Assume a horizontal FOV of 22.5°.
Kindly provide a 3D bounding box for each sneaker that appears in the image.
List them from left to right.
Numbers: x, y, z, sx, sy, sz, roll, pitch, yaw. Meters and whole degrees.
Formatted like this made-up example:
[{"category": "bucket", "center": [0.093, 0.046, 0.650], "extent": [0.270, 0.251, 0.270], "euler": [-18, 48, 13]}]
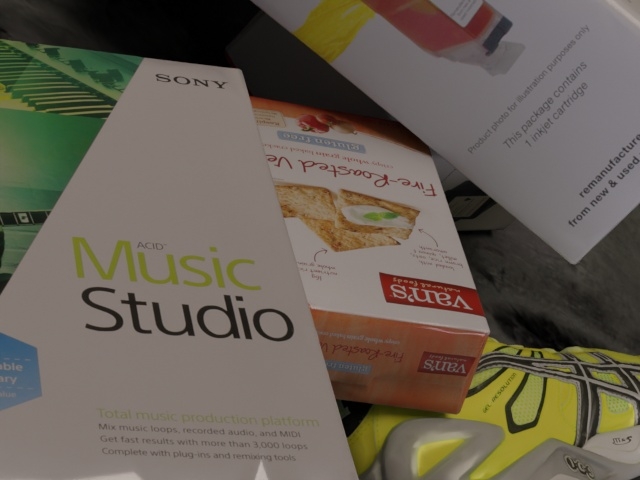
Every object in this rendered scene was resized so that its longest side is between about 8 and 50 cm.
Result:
[{"category": "sneaker", "center": [0.143, 0.114, 1.047], "extent": [0.147, 0.145, 0.385], "euler": [57, 30, 13]}]

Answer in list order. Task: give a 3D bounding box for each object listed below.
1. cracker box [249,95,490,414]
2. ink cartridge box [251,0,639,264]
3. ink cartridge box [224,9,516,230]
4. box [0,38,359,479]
[{"category": "cracker box", "center": [0.000, 0.000, 0.976], "extent": [0.156, 0.067, 0.232], "euler": [8, 33, -14]}, {"category": "ink cartridge box", "center": [0.090, -0.204, 1.114], "extent": [0.385, 0.160, 0.279], "euler": [39, 27, -6]}, {"category": "ink cartridge box", "center": [0.067, -0.100, 1.230], "extent": [0.237, 0.100, 0.172], "euler": [-1, 56, -52]}, {"category": "box", "center": [-0.126, 0.015, 0.784], "extent": [0.232, 0.058, 0.322], "euler": [5, 39, -20]}]
